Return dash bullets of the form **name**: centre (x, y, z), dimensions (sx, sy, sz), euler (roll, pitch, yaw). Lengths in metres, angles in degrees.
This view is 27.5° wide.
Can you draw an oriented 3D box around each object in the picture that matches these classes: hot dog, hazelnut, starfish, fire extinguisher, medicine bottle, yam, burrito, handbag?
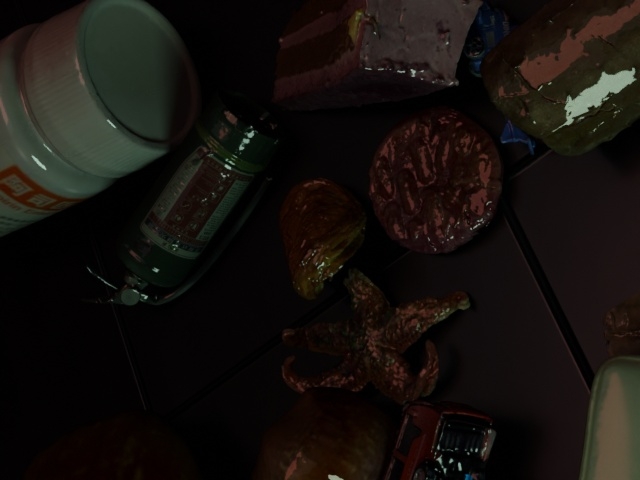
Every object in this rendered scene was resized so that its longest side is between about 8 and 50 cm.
- **hot dog**: centre (-0.001, -0.002, 1.314), dimensions (0.099, 0.065, 0.147), euler (-51, 27, 18)
- **hazelnut**: centre (0.011, 0.218, 1.237), dimensions (0.143, 0.143, 0.154), euler (38, 95, 37)
- **starfish**: centre (0.057, 0.097, 1.284), dimensions (0.209, 0.053, 0.150), euler (-29, 71, 25)
- **hazelnut**: centre (-0.228, 0.287, 1.368), dimensions (0.234, 0.218, 0.218), euler (-49, 56, 21)
- **fire extinguisher**: centre (-0.154, -0.024, 1.438), dimensions (0.294, 0.118, 0.093), euler (-53, 19, 18)
- **medicine bottle**: centre (-0.335, -0.134, 1.529), dimensions (0.371, 0.211, 0.211), euler (-19, 70, 35)
- **yam**: centre (0.263, -0.174, 1.111), dimensions (0.238, 0.128, 0.129), euler (-37, 27, 22)
- **burrito**: centre (0.307, 0.048, 1.083), dimensions (0.171, 0.042, 0.051), euler (-35, 92, 34)
- **handbag**: centre (0.310, 0.217, 1.027), dimensions (0.219, 0.079, 0.256), euler (8, 80, 22)

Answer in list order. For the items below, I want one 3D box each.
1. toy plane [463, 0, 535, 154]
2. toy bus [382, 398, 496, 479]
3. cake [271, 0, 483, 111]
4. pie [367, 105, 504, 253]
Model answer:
- **toy plane**: centre (0.172, -0.160, 1.234), dimensions (0.062, 0.054, 0.167), euler (-13, 72, 10)
- **toy bus**: centre (0.084, 0.254, 1.163), dimensions (0.096, 0.073, 0.235), euler (21, 95, 61)
- **cake**: centre (0.024, -0.197, 1.301), dimensions (0.295, 0.112, 0.116), euler (-2, 77, 59)
- **pie**: centre (0.111, -0.060, 1.268), dimensions (0.154, 0.036, 0.154), euler (-8, 77, 36)
